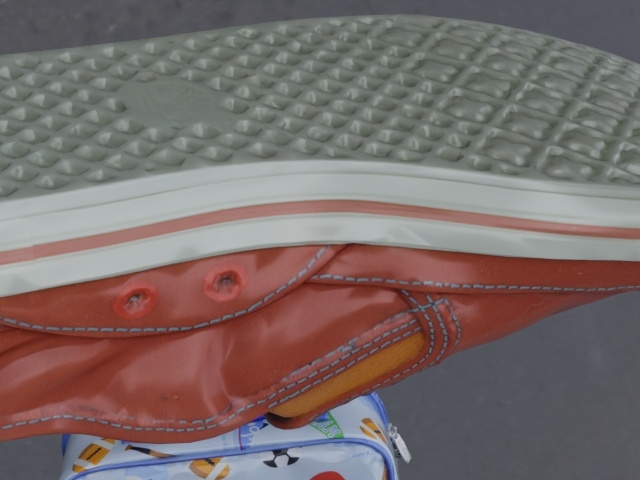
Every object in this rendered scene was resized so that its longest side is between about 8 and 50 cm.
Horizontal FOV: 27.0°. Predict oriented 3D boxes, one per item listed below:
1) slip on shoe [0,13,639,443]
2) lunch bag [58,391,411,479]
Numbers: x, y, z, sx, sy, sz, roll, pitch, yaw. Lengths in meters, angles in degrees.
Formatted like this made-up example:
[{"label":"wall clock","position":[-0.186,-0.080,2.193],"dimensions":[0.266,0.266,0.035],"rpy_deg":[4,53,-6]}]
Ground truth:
[{"label":"slip on shoe","position":[0.000,0.000,0.401],"dimensions":[0.331,0.123,0.101],"rpy_deg":[-7,125,-19]},{"label":"lunch bag","position":[-0.068,0.232,1.143],"dimensions":[0.115,0.303,0.243],"rpy_deg":[-99,-179,-63]}]
